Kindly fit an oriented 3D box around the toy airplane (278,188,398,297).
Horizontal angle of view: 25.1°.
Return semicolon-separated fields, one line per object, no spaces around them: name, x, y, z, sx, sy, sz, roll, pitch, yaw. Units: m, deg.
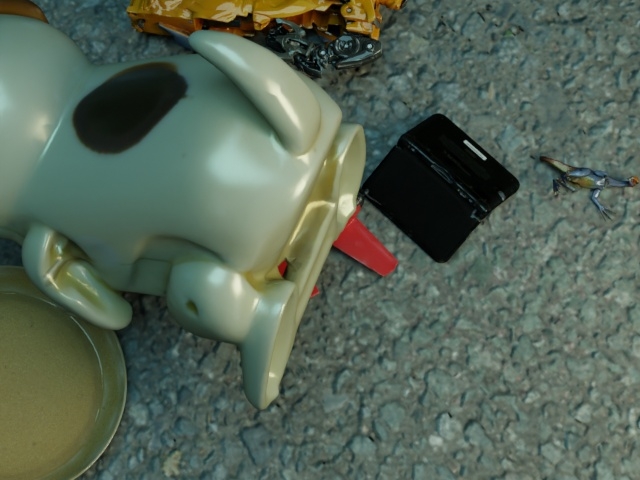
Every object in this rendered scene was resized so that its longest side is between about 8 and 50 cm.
toy airplane;0.000;0.000;1.480;0.151;0.028;0.151;-1;70;3

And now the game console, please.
game console;0.126;-0.056;1.504;0.122;0.071;0.107;43;48;13

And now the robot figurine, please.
robot figurine;-0.049;-0.276;1.544;0.291;0.085;0.211;10;73;6

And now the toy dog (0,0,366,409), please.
toy dog;-0.195;-0.063;1.310;0.408;0.395;0.284;17;70;9

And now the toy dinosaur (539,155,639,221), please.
toy dinosaur;0.285;-0.068;1.490;0.082;0.047;0.090;-10;60;-21

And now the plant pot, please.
plant pot;-0.310;0.141;1.414;0.236;0.032;0.236;5;70;-14
